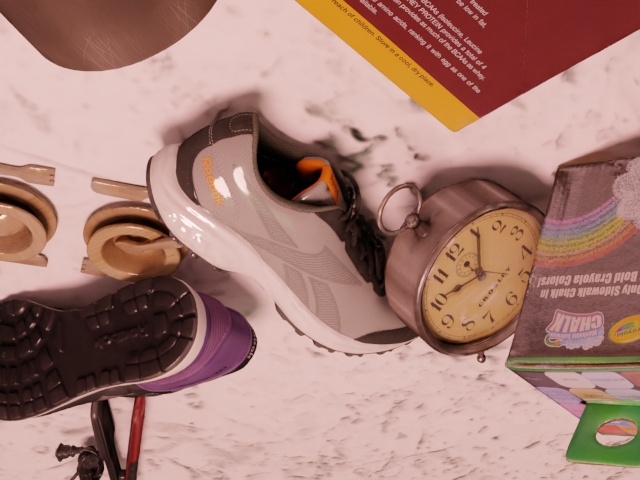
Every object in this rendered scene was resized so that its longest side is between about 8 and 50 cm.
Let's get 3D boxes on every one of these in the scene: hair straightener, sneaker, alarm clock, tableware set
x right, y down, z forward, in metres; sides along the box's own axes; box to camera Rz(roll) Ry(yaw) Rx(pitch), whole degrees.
[{"bbox_3d":[-0.230,0.216,1.234,0.089,0.047,0.230,7,147,-5],"label":"hair straightener"},{"bbox_3d":[-0.187,0.108,1.039,0.283,0.107,0.124,-9,161,30],"label":"sneaker"},{"bbox_3d":[0.099,0.010,0.882,0.129,0.064,0.192,-51,135,2],"label":"alarm clock"},{"bbox_3d":[0.000,0.000,0.891,0.108,0.100,0.271,-32,130,30],"label":"sneaker"},{"bbox_3d":[-0.203,0.000,0.948,0.194,0.039,0.128,9,142,-8],"label":"tableware set"}]

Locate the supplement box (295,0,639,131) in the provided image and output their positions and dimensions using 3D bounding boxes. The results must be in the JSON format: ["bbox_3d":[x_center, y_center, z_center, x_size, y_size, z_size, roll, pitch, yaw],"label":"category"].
[{"bbox_3d":[0.085,-0.191,0.609,0.194,0.129,0.191,-28,133,34],"label":"supplement box"}]

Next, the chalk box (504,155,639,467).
[{"bbox_3d":[0.229,0.062,0.836,0.132,0.213,0.132,-5,149,47],"label":"chalk box"}]

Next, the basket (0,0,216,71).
[{"bbox_3d":[-0.145,-0.205,0.596,0.204,0.154,0.227,-8,145,15],"label":"basket"}]
